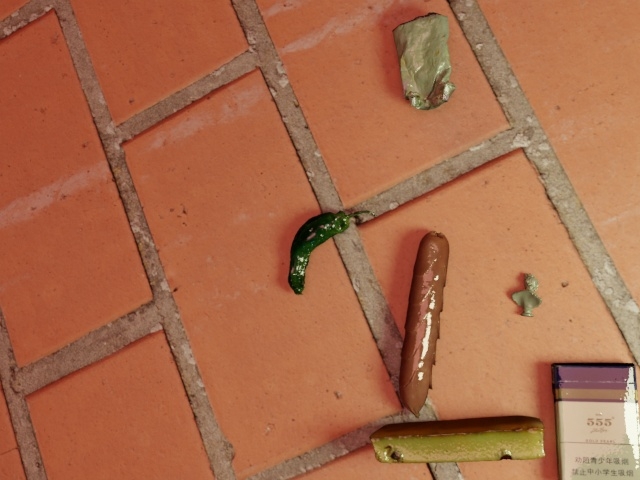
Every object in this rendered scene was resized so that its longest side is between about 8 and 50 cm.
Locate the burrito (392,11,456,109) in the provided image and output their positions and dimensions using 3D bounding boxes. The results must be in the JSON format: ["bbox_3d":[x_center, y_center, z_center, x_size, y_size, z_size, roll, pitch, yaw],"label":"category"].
[{"bbox_3d":[0.257,-0.431,1.563,0.143,0.089,0.229,-10,78,27],"label":"burrito"}]

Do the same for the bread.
[{"bbox_3d":[0.297,0.434,1.392,0.361,0.138,0.077,-7,82,14],"label":"bread"}]

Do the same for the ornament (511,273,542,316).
[{"bbox_3d":[0.469,0.126,1.444,0.068,0.041,0.092,37,104,39],"label":"ornament"}]

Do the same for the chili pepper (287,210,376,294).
[{"bbox_3d":[0.000,0.000,1.576,0.122,0.065,0.279,43,96,8],"label":"chili pepper"}]

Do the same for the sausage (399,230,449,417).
[{"bbox_3d":[0.236,0.188,1.473,0.087,0.088,0.434,6,83,15],"label":"sausage"}]

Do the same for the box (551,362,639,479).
[{"bbox_3d":[0.584,0.390,1.357,0.168,0.071,0.260,-2,81,14],"label":"box"}]
